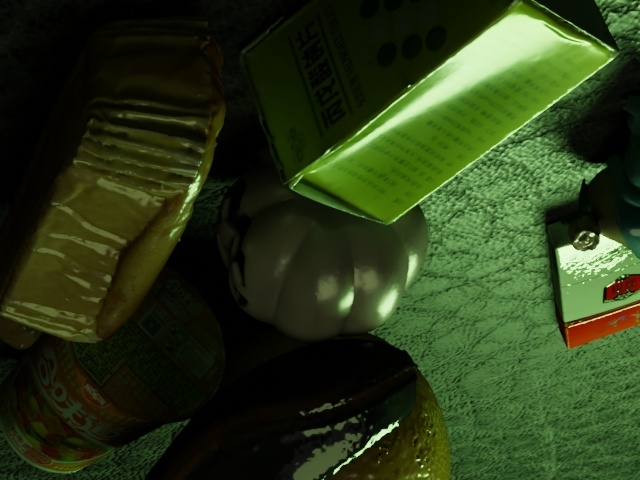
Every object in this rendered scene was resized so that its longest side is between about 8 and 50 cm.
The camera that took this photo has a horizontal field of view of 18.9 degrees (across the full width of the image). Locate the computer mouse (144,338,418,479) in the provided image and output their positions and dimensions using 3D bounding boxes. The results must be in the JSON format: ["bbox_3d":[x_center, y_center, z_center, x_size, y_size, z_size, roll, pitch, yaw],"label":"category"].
[{"bbox_3d":[-0.059,0.183,1.648,0.323,0.116,0.183,-37,172,11],"label":"computer mouse"}]

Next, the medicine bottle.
[{"bbox_3d":[0.078,-0.141,1.449,0.250,0.137,0.141,-37,146,27],"label":"medicine bottle"}]

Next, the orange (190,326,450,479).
[{"bbox_3d":[-0.002,0.209,1.863,0.274,0.274,0.274,-15,151,-8],"label":"orange"}]

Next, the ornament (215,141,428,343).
[{"bbox_3d":[0.000,0.000,1.609,0.177,0.177,0.177,-15,151,-8],"label":"ornament"}]

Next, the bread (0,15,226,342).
[{"bbox_3d":[-0.162,-0.043,1.467,0.119,0.152,0.288,13,140,-19],"label":"bread"}]

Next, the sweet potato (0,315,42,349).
[{"bbox_3d":[-0.318,0.012,1.519,0.109,0.109,0.385,-29,156,17],"label":"sweet potato"}]

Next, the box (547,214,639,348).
[{"bbox_3d":[0.307,0.030,1.983,0.139,0.035,0.245,-19,150,-1],"label":"box"}]

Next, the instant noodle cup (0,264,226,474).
[{"bbox_3d":[-0.202,0.126,1.734,0.168,0.168,0.185,5,150,-36],"label":"instant noodle cup"}]

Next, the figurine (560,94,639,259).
[{"bbox_3d":[0.289,-0.053,1.773,0.144,0.114,0.178,-12,139,2],"label":"figurine"}]
